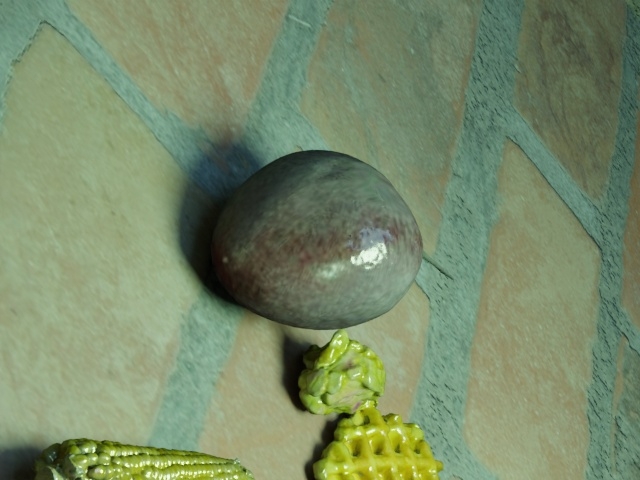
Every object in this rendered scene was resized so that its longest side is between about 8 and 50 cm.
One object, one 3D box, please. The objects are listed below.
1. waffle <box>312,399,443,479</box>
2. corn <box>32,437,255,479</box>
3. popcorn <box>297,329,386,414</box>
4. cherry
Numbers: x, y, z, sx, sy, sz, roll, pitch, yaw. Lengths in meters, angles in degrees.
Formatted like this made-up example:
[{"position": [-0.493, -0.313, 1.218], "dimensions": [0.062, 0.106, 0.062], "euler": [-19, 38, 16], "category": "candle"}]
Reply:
[{"position": [0.084, 0.317, 1.979], "dimensions": [0.291, 0.051, 0.291], "euler": [34, 43, -39], "category": "waffle"}, {"position": [-0.160, 0.230, 1.629], "dimensions": [0.288, 0.086, 0.086], "euler": [15, 58, -55], "category": "corn"}, {"position": [0.025, 0.149, 1.957], "dimensions": [0.109, 0.097, 0.089], "euler": [37, 43, -61], "category": "popcorn"}, {"position": [0.000, 0.000, 1.916], "dimensions": [0.266, 0.213, 0.183], "euler": [-7, 120, -35], "category": "cherry"}]
